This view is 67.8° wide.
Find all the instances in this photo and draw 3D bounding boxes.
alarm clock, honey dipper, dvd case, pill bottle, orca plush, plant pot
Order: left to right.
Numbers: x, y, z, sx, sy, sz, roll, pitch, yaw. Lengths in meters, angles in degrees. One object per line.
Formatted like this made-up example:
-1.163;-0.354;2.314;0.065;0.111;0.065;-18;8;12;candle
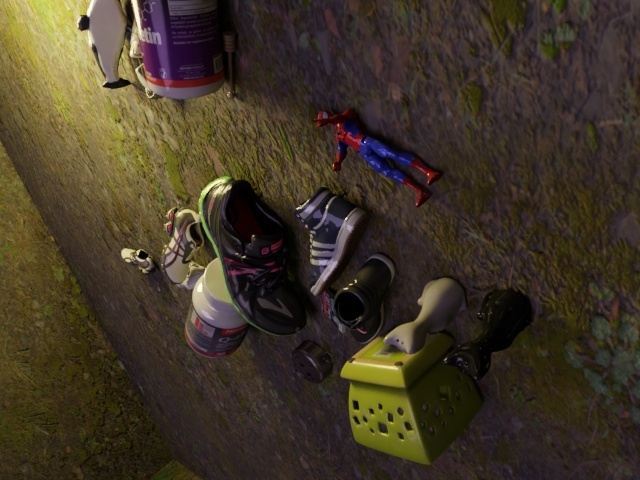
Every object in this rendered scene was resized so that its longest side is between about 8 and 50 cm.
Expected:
-0.598;-0.590;1.382;0.151;0.102;0.287;-4;138;-2;orca plush
-0.316;-0.493;1.049;0.181;0.181;0.323;27;133;31;pill bottle
-0.313;0.216;1.530;0.210;0.210;0.363;45;141;13;pill bottle
-0.213;-0.410;1.128;0.030;0.030;0.161;35;142;24;honey dipper
-0.020;0.372;1.460;0.129;0.064;0.192;55;139;1;alarm clock
0.032;0.181;1.272;0.119;0.013;0.087;45;146;49;dvd case
0.193;0.330;1.080;0.227;0.228;0.207;-9;104;50;plant pot

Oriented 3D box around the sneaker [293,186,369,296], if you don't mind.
0.000;0.000;1.135;0.153;0.099;0.282;37;132;15;sneaker

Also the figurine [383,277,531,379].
0.252;0.166;0.902;0.214;0.209;0.092;10;123;43;figurine

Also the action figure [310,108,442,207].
0.079;-0.164;0.915;0.280;0.139;0.092;42;139;21;action figure

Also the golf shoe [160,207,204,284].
-0.458;0.028;1.596;0.120;0.105;0.273;13;108;20;golf shoe

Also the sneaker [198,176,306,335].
-0.171;0.054;1.290;0.202;0.185;0.483;-13;108;54;sneaker

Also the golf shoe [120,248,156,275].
-0.772;0.065;2.027;0.198;0.077;0.094;26;123;23;golf shoe

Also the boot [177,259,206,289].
-0.488;0.104;1.725;0.258;0.095;0.123;-12;114;51;boot

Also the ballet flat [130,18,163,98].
-0.485;-0.498;1.314;0.072;0.068;0.213;7;121;43;ballet flat

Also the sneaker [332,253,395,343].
0.084;0.173;1.136;0.104;0.147;0.296;33;138;24;sneaker
